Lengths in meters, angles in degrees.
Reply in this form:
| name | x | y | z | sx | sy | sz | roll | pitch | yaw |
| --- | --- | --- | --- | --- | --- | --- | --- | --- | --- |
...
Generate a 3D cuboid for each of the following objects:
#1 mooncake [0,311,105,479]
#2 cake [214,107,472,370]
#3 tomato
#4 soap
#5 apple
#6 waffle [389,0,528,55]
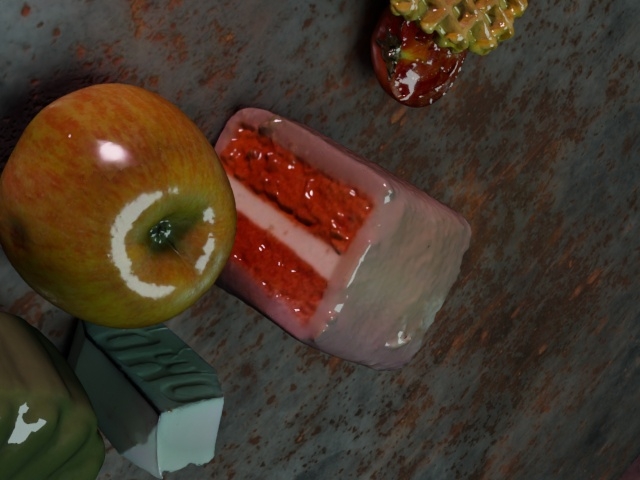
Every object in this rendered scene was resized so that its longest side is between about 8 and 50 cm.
| name | x | y | z | sx | sy | sz | roll | pitch | yaw |
| --- | --- | --- | --- | --- | --- | --- | --- | --- | --- |
| mooncake | -0.406 | 0.250 | 1.480 | 0.351 | 0.187 | 0.351 | -24 | 138 | -24 |
| cake | 0.000 | 0.000 | 1.672 | 0.230 | 0.309 | 0.237 | 21 | 99 | -55 |
| tomato | 0.119 | -0.260 | 1.771 | 0.139 | 0.091 | 0.159 | -13 | 121 | -36 |
| soap | -0.209 | 0.177 | 1.634 | 0.145 | 0.230 | 0.091 | -8 | 124 | -45 |
| apple | -0.214 | -0.032 | 1.457 | 0.264 | 0.264 | 0.264 | -28 | 136 | -31 |
| waffle | 0.168 | -0.366 | 1.687 | 0.249 | 0.056 | 0.253 | 18 | 75 | -34 |
